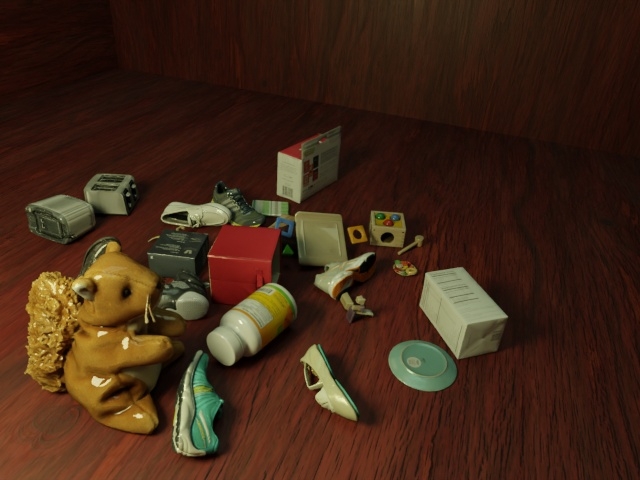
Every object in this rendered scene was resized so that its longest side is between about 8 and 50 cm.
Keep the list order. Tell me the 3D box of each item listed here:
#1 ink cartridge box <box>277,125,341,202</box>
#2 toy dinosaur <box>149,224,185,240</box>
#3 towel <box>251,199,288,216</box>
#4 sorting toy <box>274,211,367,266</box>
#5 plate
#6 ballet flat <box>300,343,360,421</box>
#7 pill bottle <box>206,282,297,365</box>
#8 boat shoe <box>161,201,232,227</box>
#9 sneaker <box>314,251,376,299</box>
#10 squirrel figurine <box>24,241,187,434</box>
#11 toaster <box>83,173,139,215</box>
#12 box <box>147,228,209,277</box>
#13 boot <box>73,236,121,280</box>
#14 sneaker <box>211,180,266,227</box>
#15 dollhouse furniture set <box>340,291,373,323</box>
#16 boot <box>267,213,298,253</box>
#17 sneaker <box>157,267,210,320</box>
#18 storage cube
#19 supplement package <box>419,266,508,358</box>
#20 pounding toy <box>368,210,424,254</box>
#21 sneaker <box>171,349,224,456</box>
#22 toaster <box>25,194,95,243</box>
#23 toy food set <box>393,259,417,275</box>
[{"bbox_3d":[-0.046,-0.353,2.178,0.130,0.272,0.309,23,36,26],"label":"ink cartridge box"},{"bbox_3d":[-0.522,-0.012,1.780,0.183,0.053,0.093,14,35,15],"label":"toy dinosaur"},{"bbox_3d":[-0.207,-0.127,2.038,0.151,0.023,0.113,4,34,-6],"label":"towel"},{"bbox_3d":[0.000,0.000,1.752,0.347,0.047,0.196,3,68,-20],"label":"sorting toy"},{"bbox_3d":[0.282,0.334,1.363,0.188,0.024,0.188,4,33,-3],"label":"plate"},{"bbox_3d":[0.014,0.366,1.242,0.086,0.086,0.248,-9,33,-21],"label":"ballet flat"},{"bbox_3d":[-0.187,0.230,1.360,0.136,0.137,0.245,23,37,27],"label":"pill bottle"},{"bbox_3d":[-0.471,-0.090,1.873,0.267,0.096,0.088,9,36,9],"label":"boat shoe"},{"bbox_3d":[0.084,0.094,1.655,0.121,0.099,0.262,23,35,34],"label":"sneaker"},{"bbox_3d":[-0.520,0.195,1.151,0.396,0.371,0.281,8,32,5],"label":"squirrel figurine"},{"bbox_3d":[-0.826,-0.179,1.951,0.185,0.110,0.168,3,31,-3],"label":"toaster"},{"bbox_3d":[-0.469,0.046,1.656,0.155,0.093,0.158,7,31,3],"label":"box"},{"bbox_3d":[-0.621,0.139,1.403,0.091,0.263,0.229,32,2,-45],"label":"boot"},{"bbox_3d":[-0.327,-0.135,1.935,0.299,0.121,0.111,27,39,31],"label":"sneaker"},{"bbox_3d":[0.121,0.189,1.532,0.081,0.091,0.114,8,26,-24],"label":"dollhouse furniture set"},{"bbox_3d":[-0.098,0.017,1.761,0.206,0.090,0.248,27,52,10],"label":"boot"},{"bbox_3d":[-0.463,0.157,1.481,0.268,0.101,0.153,6,31,-9],"label":"sneaker"},{"bbox_3d":[-0.229,0.078,1.554,0.193,0.184,0.215,5,33,2],"label":"storage cube"},{"bbox_3d":[0.415,0.207,1.473,0.133,0.139,0.244,-7,35,-16],"label":"supplement package"},{"bbox_3d":[0.293,-0.032,1.879,0.205,0.094,0.181,5,32,1],"label":"pounding toy"},{"bbox_3d":[-0.284,0.382,1.170,0.109,0.107,0.275,15,33,-20],"label":"sneaker"},{"bbox_3d":[-0.912,-0.079,1.765,0.226,0.129,0.146,15,31,18],"label":"toaster"},{"bbox_3d":[0.295,0.097,1.743,0.082,0.020,0.083,1,33,-5],"label":"toy food set"}]
